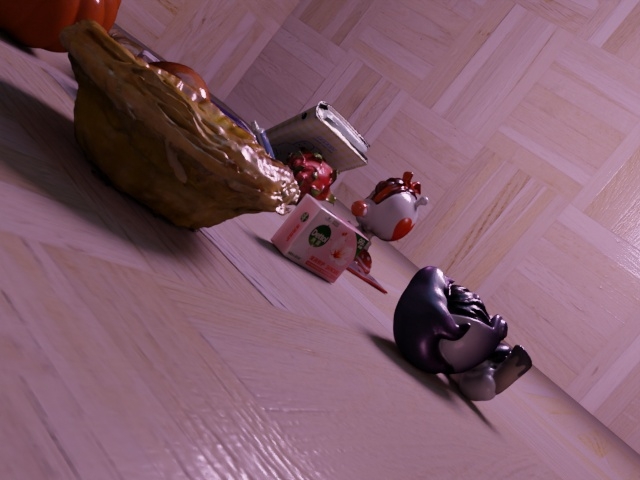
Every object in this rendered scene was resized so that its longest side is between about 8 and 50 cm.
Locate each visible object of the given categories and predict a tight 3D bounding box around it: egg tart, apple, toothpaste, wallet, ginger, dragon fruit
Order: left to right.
[{"bbox_3d":[-0.400,-0.401,1.574,0.333,0.080,0.166,32,21,-30],"label":"ginger"},{"bbox_3d":[-0.219,-0.196,0.947,0.102,0.126,0.126,5,31,-51],"label":"apple"},{"bbox_3d":[-0.152,-0.098,0.670,0.295,0.116,0.295,36,7,-5],"label":"egg tart"},{"bbox_3d":[-0.126,-0.197,1.579,0.057,0.034,0.197,-126,-167,-63],"label":"toothpaste"},{"bbox_3d":[-0.043,-0.240,1.751,0.309,0.077,0.223,-16,-41,43],"label":"wallet"},{"bbox_3d":[-0.027,-0.143,1.704,0.137,0.135,0.236,53,-11,29],"label":"dragon fruit"}]

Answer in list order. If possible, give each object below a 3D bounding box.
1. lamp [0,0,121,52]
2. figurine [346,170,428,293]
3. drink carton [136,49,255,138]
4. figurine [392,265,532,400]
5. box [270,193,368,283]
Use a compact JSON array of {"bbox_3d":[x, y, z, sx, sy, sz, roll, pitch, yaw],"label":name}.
[{"bbox_3d":[-0.382,-0.368,0.907,0.223,0.196,0.223,30,49,-41],"label":"lamp"},{"bbox_3d":[0.120,-0.044,1.342,0.183,0.226,0.160,33,9,-42],"label":"figurine"},{"bbox_3d":[-0.230,-0.211,1.100,0.222,0.102,0.134,36,9,-23],"label":"drink carton"},{"bbox_3d":[0.182,0.140,0.932,0.222,0.145,0.145,48,2,-25],"label":"figurine"},{"bbox_3d":[0.000,0.000,0.964,0.125,0.089,0.043,31,11,-44],"label":"box"}]
